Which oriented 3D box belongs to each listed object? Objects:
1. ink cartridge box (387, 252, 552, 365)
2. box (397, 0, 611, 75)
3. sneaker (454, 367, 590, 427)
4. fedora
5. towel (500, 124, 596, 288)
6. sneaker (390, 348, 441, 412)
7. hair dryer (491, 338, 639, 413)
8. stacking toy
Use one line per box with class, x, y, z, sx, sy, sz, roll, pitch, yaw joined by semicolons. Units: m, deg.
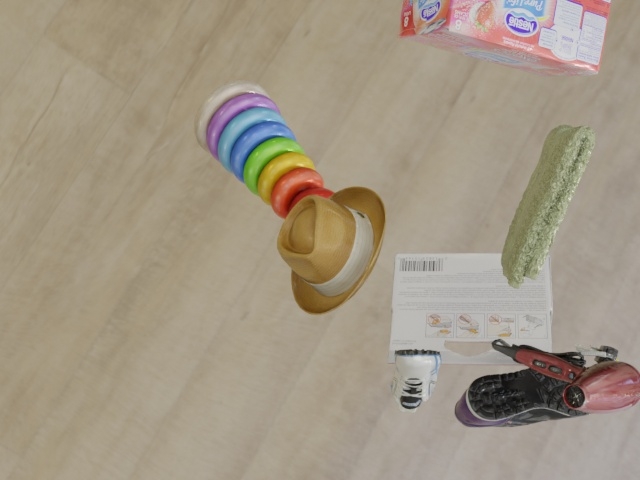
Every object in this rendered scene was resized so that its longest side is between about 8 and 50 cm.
ink cartridge box;0.279;0.138;1.733;0.296;0.066;0.261;0;49;11
box;0.286;-0.355;1.432;0.300;0.142;0.154;7;93;-29
sneaker;0.386;0.295;1.743;0.283;0.124;0.107;0;63;-14
fedora;0.000;0.000;1.202;0.079;0.194;0.194;29;75;-31
towel;0.194;-0.032;0.816;0.027;0.110;0.148;23;98;0
sneaker;0.164;0.242;1.617;0.085;0.237;0.086;1;67;4
hair dryer;0.396;0.221;1.483;0.223;0.293;0.080;2;94;2
stacking toy;-0.064;-0.111;1.437;0.141;0.330;0.141;-24;139;-22
